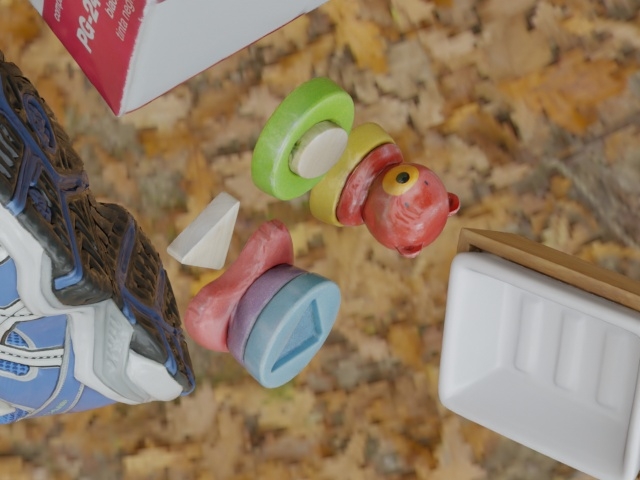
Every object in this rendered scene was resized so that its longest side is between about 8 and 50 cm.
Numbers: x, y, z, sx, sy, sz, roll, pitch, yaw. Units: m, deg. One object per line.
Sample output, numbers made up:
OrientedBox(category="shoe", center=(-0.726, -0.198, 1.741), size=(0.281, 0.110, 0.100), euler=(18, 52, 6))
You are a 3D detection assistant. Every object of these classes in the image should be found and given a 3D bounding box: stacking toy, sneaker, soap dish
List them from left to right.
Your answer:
OrientedBox(category="sneaker", center=(-0.108, 0.007, 0.593), size=(0.081, 0.080, 0.211), euler=(-20, 145, 5))
OrientedBox(category="stacking toy", center=(0.000, 0.000, 1.886), size=(0.309, 0.130, 0.279), euler=(-52, 157, -10))
OrientedBox(category="soap dish", center=(0.276, 0.126, 2.097), size=(0.118, 0.291, 0.229), euler=(-24, 127, -45))

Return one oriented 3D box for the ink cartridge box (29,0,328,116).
OrientedBox(category="ink cartridge box", center=(-0.046, -0.124, 0.459), size=(0.109, 0.150, 0.063), euler=(-33, 167, -22))
